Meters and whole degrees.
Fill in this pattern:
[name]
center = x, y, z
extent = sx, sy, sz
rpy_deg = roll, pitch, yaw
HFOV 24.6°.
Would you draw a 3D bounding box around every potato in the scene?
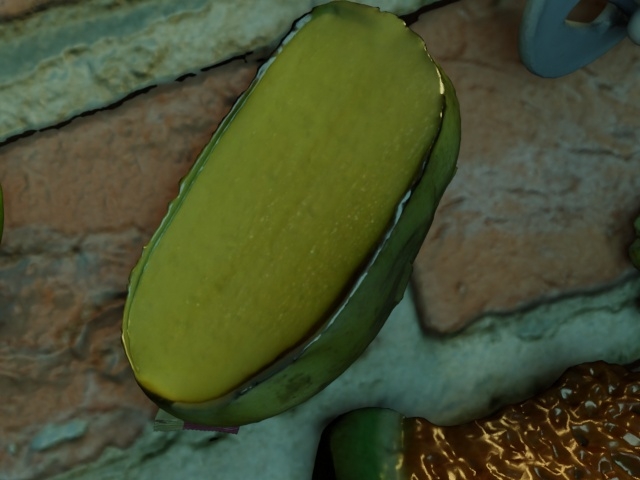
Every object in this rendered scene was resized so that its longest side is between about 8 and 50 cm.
[potato]
center = 0.000, 0.000, 0.891
extent = 0.272, 0.160, 0.111
rpy_deg = -59, 141, -8

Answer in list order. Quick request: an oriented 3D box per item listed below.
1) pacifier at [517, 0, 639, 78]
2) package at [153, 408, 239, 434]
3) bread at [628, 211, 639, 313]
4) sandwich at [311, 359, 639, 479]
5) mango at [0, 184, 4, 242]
[pacifier]
center = 0.193, -0.242, 0.885
extent = 0.226, 0.238, 0.287
rpy_deg = 45, 116, 16
[package]
center = -0.075, 0.084, 0.936
extent = 0.059, 0.029, 0.083
rpy_deg = 3, 100, -18
[bread]
center = 0.281, 0.007, 0.980
extent = 0.156, 0.064, 0.117
rpy_deg = 7, 92, -11
[sandwich]
center = 0.148, 0.198, 0.941
extent = 0.301, 0.250, 0.162
rpy_deg = -23, 145, -16
[mango]
center = -0.253, 0.009, 0.856
extent = 0.119, 0.100, 0.178
rpy_deg = 34, 99, 25
